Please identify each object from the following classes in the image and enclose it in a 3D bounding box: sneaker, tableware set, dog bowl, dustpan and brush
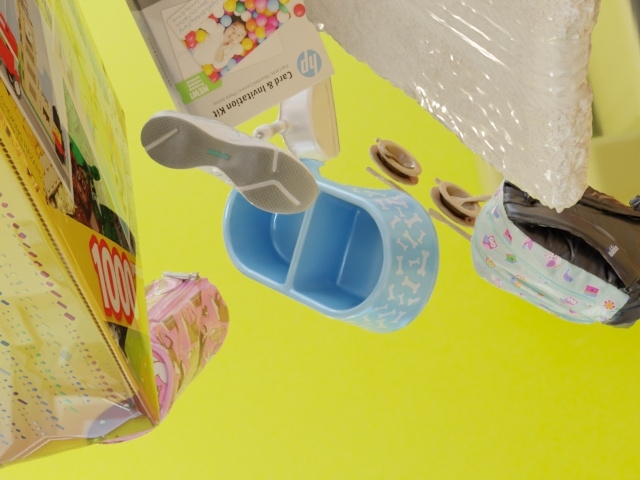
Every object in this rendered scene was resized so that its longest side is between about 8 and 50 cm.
[{"bbox_3d":[-0.070,-0.071,0.927,0.053,0.152,0.061,-61,12,19],"label":"sneaker"},{"bbox_3d":[0.157,-0.087,1.623,0.039,0.194,0.128,-52,9,27],"label":"tableware set"},{"bbox_3d":[0.000,0.000,1.313,0.297,0.074,0.166,24,101,40],"label":"dog bowl"},{"bbox_3d":[-0.035,-0.164,1.569,0.211,0.060,0.147,-45,-52,-68],"label":"dustpan and brush"}]

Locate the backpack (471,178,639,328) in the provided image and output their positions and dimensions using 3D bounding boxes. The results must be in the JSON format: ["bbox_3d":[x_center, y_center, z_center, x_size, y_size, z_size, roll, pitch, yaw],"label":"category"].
[{"bbox_3d":[0.247,0.007,1.157,0.152,0.182,0.115,-72,7,-50],"label":"backpack"}]

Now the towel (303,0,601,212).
[{"bbox_3d":[0.066,-0.157,0.679,0.282,0.049,0.187,46,157,40],"label":"towel"}]

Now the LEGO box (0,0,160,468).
[{"bbox_3d":[-0.284,-0.120,0.804,0.500,0.193,0.372,76,180,-50],"label":"LEGO box"}]

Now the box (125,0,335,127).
[{"bbox_3d":[-0.087,-0.201,1.005,0.038,0.145,0.186,23,140,62],"label":"box"}]

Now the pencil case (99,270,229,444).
[{"bbox_3d":[-0.236,0.152,1.575,0.386,0.160,0.167,-56,-53,-78],"label":"pencil case"}]
